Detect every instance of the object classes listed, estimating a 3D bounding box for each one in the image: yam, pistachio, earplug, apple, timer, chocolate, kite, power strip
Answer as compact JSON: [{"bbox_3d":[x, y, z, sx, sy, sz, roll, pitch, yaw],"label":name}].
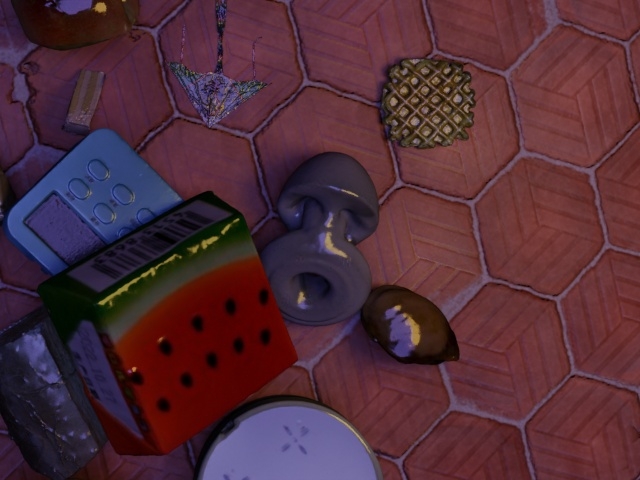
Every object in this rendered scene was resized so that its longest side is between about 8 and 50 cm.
[{"bbox_3d":[-0.462,0.260,1.863,0.201,0.202,0.271,-24,100,24],"label":"yam"},{"bbox_3d":[0.167,0.166,1.994,0.210,0.130,0.165,27,49,-10],"label":"pistachio"},{"bbox_3d":[0.000,0.002,1.939,0.214,0.175,0.325,13,101,-4],"label":"earplug"},{"bbox_3d":[-0.417,-0.419,1.830,0.188,0.173,0.207,-11,51,10],"label":"apple"},{"bbox_3d":[-0.384,-0.036,1.851,0.232,0.091,0.250,46,64,-15],"label":"timer"},{"bbox_3d":[-0.233,0.142,1.812,0.360,0.161,0.341,-33,115,-30],"label":"chocolate"},{"bbox_3d":[-0.181,-0.323,1.959,0.198,0.006,0.244,7,92,-9],"label":"kite"},{"bbox_3d":[-0.054,0.457,1.934,0.358,0.161,0.357,1,86,-7],"label":"power strip"}]

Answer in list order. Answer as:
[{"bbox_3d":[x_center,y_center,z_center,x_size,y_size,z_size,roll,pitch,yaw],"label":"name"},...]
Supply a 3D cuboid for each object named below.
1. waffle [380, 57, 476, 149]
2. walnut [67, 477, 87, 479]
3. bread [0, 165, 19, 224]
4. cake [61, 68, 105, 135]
[{"bbox_3d":[0.202,-0.254,2.012,0.184,0.036,0.169,0,96,-7],"label":"waffle"},{"bbox_3d":[-0.446,0.548,1.842,0.313,0.252,0.277,-24,106,0],"label":"walnut"},{"bbox_3d":[-0.642,-0.086,1.848,0.210,0.110,0.192,-26,91,-7],"label":"bread"},{"bbox_3d":[-0.419,-0.246,1.914,0.052,0.065,0.121,15,68,-10],"label":"cake"}]
